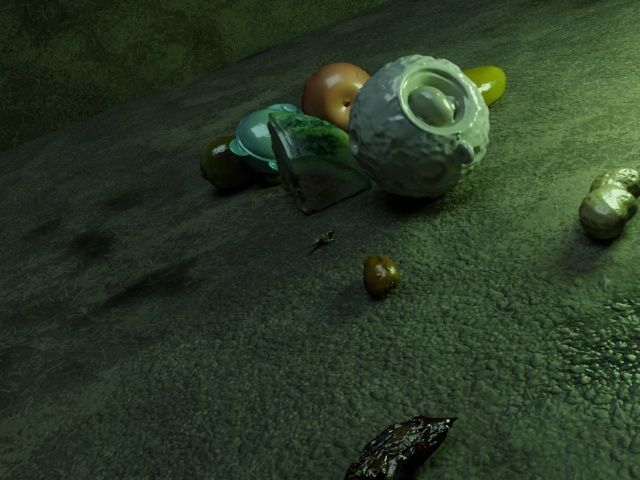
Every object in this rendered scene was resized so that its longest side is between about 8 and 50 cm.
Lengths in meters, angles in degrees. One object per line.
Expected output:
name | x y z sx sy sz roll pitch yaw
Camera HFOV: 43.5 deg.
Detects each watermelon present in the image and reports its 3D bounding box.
watermelon | -0.020 -0.202 2.121 0.232 0.310 0.193 -57 26 11

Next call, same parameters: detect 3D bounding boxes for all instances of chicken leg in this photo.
chicken leg | 0.106 0.331 1.196 0.105 0.063 0.234 15 42 41

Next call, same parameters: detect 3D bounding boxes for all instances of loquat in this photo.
loquat | -0.265 -0.234 2.375 0.195 0.152 0.152 -27 28 -15

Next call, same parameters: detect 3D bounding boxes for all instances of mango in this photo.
mango | 0.372 -0.408 2.284 0.331 0.142 0.195 -13 33 7
mango | 0.122 0.067 1.667 0.077 0.063 0.127 -25 27 6

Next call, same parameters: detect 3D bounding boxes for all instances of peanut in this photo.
peanut | 0.584 -0.080 1.607 0.104 0.086 0.228 9 36 28

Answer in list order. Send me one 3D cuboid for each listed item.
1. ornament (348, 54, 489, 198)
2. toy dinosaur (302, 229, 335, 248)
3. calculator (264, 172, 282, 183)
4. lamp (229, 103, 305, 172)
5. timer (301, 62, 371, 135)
ornament | 0.228 -0.262 1.918 0.337 0.337 0.337 -16 28 8
toy dinosaur | 0.003 -0.001 1.905 0.041 0.026 0.113 -4 22 41
calculator | -0.055 -0.228 2.352 0.234 0.032 0.146 -27 28 -9
lamp | -0.130 -0.302 2.317 0.209 0.147 0.284 24 30 5
timer | 0.059 -0.418 2.409 0.229 0.230 0.215 -23 18 -5
